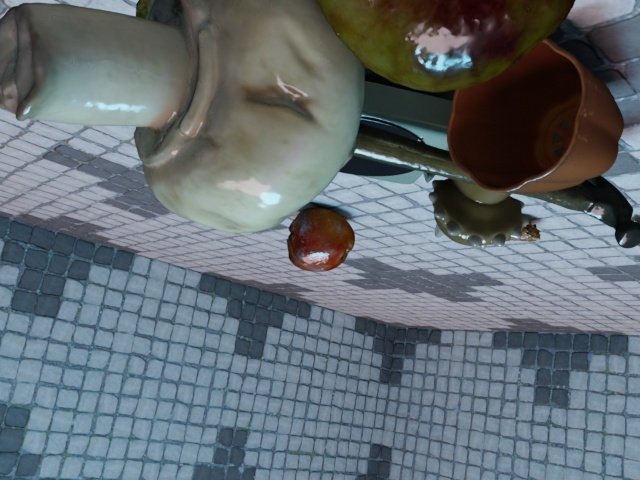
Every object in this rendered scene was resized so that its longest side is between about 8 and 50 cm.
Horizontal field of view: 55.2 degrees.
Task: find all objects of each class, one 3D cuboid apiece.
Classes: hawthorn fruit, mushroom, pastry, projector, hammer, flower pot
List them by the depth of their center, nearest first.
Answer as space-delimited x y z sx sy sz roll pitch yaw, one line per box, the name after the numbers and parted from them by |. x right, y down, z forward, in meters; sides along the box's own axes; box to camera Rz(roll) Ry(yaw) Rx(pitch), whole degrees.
-0.131 -0.166 0.609 0.336 0.314 0.314 -1 177 -43 | mushroom
0.284 -0.144 0.782 0.173 0.190 0.191 7 171 -42 | flower pot
0.235 -0.094 0.861 0.440 0.168 0.044 13 125 -12 | hammer
0.062 -0.177 0.972 0.259 0.079 0.257 11 166 -6 | projector
0.408 -0.029 1.383 0.169 0.063 0.087 0 173 15 | pastry
0.000 0.000 1.549 0.173 0.172 0.173 9 166 2 | hawthorn fruit

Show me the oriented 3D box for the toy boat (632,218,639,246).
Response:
0.730 -0.004 1.266 0.206 0.064 0.072 13 151 -14 | toy boat

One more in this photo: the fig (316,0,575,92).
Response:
0.097 -0.233 0.559 0.217 0.216 0.321 9 -174 1 | fig

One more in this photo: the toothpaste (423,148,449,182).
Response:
0.213 -0.158 1.010 0.037 0.062 0.216 -6 167 -17 | toothpaste

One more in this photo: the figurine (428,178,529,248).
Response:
0.283 -0.072 1.054 0.177 0.173 0.247 16 165 -22 | figurine

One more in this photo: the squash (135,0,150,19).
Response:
-0.155 -0.257 0.819 0.077 0.068 0.219 -9 159 38 | squash
